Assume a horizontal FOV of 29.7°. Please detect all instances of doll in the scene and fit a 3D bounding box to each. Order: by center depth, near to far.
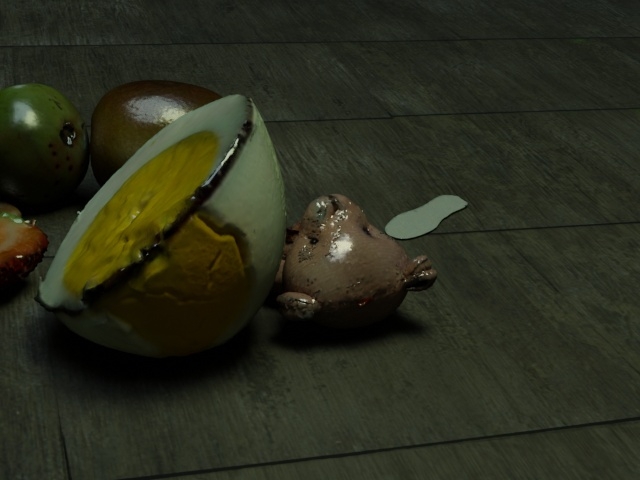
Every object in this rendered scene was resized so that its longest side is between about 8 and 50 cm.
[{"bbox_3d":[0.000,0.000,1.535,0.201,0.156,0.303,-13,25,-19],"label":"doll"}]

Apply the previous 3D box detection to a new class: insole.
[{"bbox_3d":[0.157,-0.036,1.801,0.065,0.004,0.197,19,29,29],"label":"insole"}]

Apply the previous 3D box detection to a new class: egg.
[{"bbox_3d":[-0.153,0.008,1.416,0.337,0.201,0.337,-32,28,19],"label":"egg"}]

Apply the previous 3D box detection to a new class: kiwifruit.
[{"bbox_3d":[-0.217,-0.138,1.755,0.234,0.196,0.196,7,24,-8],"label":"kiwifruit"}]

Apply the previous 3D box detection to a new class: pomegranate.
[{"bbox_3d":[-0.440,-0.142,1.742,0.210,0.179,0.179,7,25,8],"label":"pomegranate"}]

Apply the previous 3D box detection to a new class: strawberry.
[{"bbox_3d":[-0.413,0.021,1.502,0.140,0.085,0.192,-2,30,-30],"label":"strawberry"}]

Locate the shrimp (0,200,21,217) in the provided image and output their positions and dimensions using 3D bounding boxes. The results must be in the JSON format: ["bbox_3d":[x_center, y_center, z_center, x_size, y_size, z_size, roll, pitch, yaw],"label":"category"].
[{"bbox_3d":[-0.522,-0.035,1.650,0.152,0.046,0.219,25,28,36],"label":"shrimp"}]
